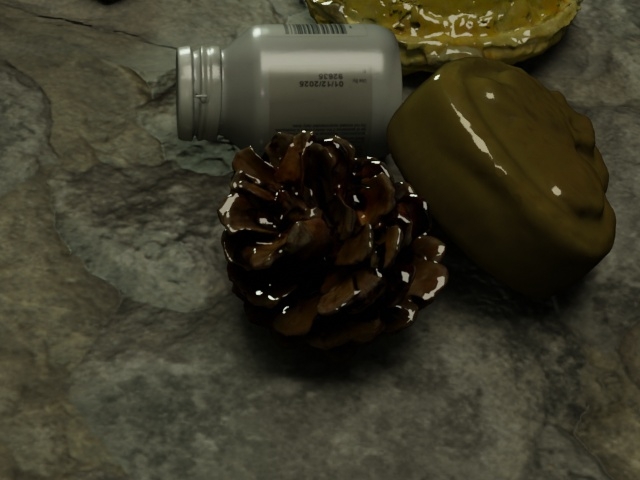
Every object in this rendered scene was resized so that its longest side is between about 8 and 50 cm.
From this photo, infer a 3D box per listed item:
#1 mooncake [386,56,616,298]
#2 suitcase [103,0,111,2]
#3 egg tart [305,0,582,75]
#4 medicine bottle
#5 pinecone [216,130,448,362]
[{"bbox_3d":[0.172,-0.073,1.517,0.235,0.117,0.235,33,35,-27],"label":"mooncake"},{"bbox_3d":[-0.249,-0.323,1.850,0.126,0.059,0.086,36,52,26],"label":"suitcase"},{"bbox_3d":[0.130,-0.313,1.821,0.341,0.132,0.341,2,42,-2],"label":"egg tart"},{"bbox_3d":[-0.034,-0.146,1.623,0.215,0.135,0.135,-1,43,-6],"label":"medicine bottle"},{"bbox_3d":[0.005,-0.001,1.423,0.184,0.204,0.179,-29,47,-11],"label":"pinecone"}]
